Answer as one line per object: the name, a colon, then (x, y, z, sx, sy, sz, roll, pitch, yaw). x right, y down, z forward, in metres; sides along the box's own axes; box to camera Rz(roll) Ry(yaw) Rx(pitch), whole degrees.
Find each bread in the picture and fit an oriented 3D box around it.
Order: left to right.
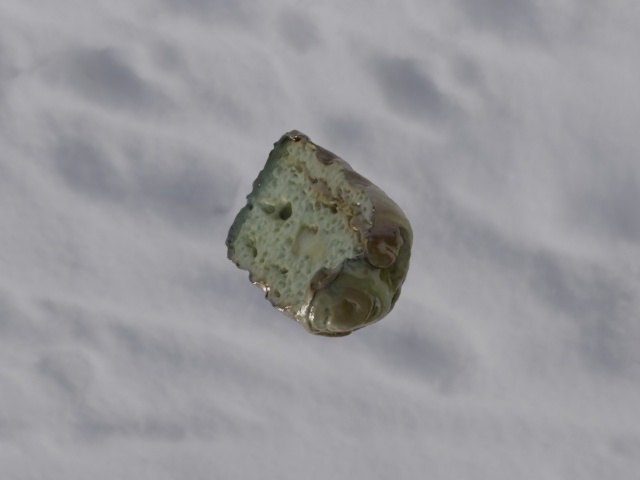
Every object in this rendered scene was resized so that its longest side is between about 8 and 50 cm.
bread: (0.000, 0.000, 1.145, 0.088, 0.232, 0.128, 36, 93, -31)
